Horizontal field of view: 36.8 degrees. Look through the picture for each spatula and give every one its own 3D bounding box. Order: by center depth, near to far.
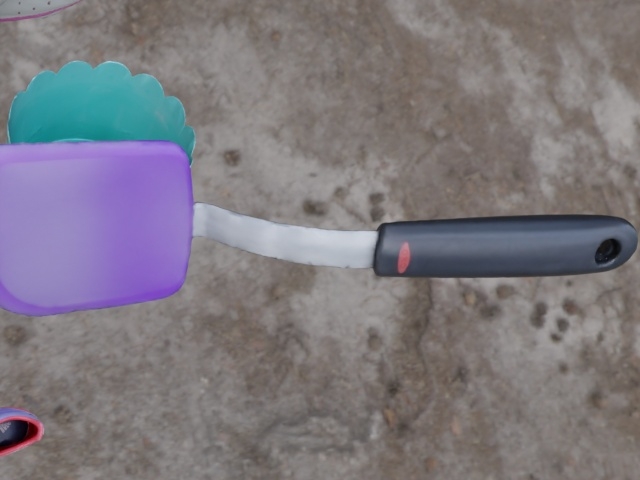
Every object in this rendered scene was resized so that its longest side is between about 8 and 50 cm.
[{"bbox_3d":[0.000,0.000,0.423,0.296,0.084,0.030,3,29,-7],"label":"spatula"}]

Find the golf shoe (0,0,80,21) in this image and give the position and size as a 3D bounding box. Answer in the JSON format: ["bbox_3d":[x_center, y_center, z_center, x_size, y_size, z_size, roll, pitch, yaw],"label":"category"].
[{"bbox_3d":[-0.130,-0.166,0.423,0.140,0.306,0.115,28,69,-46],"label":"golf shoe"}]

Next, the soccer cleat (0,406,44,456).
[{"bbox_3d":[-0.527,0.293,1.397,0.248,0.095,0.083,-7,91,-41],"label":"soccer cleat"}]

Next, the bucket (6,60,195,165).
[{"bbox_3d":[-0.338,-0.109,1.434,0.281,0.183,0.281,12,55,-18],"label":"bucket"}]
